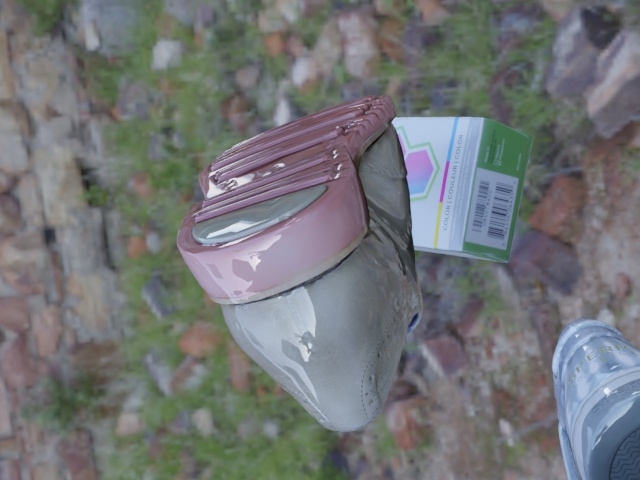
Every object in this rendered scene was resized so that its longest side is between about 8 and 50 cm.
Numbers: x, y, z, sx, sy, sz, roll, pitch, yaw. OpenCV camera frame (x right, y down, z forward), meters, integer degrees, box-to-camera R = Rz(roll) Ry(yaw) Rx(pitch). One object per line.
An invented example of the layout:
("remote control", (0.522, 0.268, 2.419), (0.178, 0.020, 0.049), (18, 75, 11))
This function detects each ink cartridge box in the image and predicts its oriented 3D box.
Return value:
("ink cartridge box", (0.078, -0.047, 1.052), (0.209, 0.062, 0.109), (8, 87, 52))

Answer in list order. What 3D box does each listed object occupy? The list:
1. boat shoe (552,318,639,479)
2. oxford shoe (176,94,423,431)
("boat shoe", (0.222, 0.190, 0.773), (0.320, 0.118, 0.103), (62, -178, -30))
("oxford shoe", (0.000, 0.000, 0.829), (0.397, 0.140, 0.146), (-66, -46, -69))
